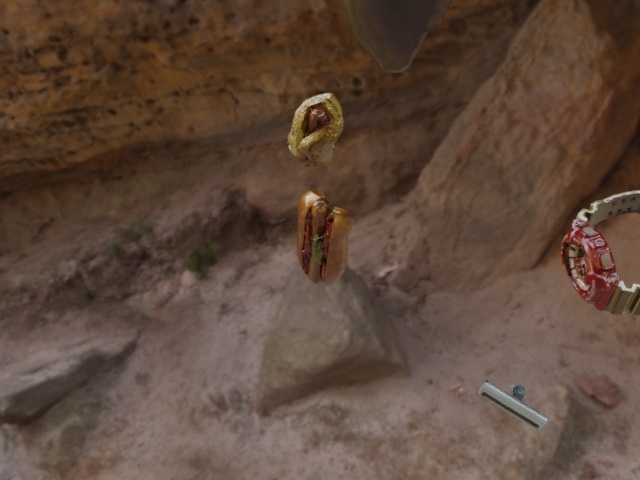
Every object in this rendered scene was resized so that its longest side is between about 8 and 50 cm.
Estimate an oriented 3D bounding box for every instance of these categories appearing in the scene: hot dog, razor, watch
[{"bbox_3d":[-0.013,-0.147,1.122,0.169,0.078,0.061,107,-174,-61],"label":"hot dog"},{"bbox_3d":[0.000,0.000,1.135,0.062,0.092,0.236,-43,-21,-20],"label":"hot dog"},{"bbox_3d":[0.253,0.197,0.990,0.036,0.084,0.211,-60,-16,4],"label":"razor"},{"bbox_3d":[0.449,0.001,0.998,0.268,0.102,0.165,-22,57,-10],"label":"watch"}]

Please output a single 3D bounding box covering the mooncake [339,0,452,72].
[{"bbox_3d":[0.185,-0.367,0.757,0.394,0.246,0.393,3,-41,-31],"label":"mooncake"}]
